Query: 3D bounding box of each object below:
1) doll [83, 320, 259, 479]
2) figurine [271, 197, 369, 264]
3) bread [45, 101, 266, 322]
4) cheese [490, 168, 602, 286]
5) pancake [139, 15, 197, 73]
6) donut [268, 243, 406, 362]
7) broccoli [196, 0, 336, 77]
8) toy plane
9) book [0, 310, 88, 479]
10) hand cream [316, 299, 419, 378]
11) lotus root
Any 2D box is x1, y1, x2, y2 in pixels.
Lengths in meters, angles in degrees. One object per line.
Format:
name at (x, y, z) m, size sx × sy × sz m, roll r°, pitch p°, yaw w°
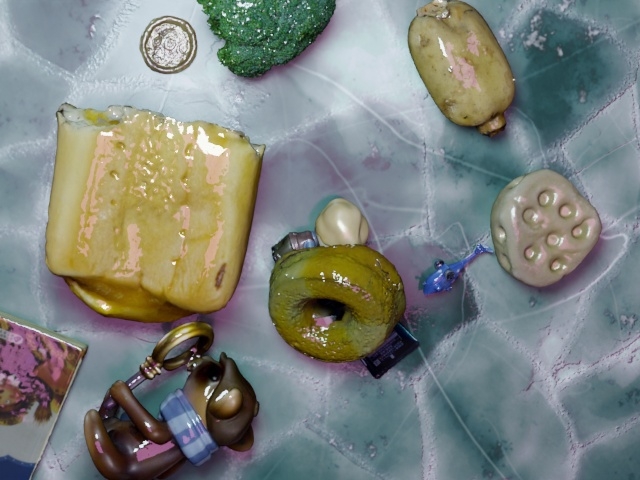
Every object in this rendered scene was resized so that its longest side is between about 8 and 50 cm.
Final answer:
doll at (-0.293, 0.339, 1.543) m, size 0.340 × 0.209 × 0.318 m, roll -24°, pitch 133°, yaw -2°
figurine at (0.000, 0.000, 1.565) m, size 0.196 × 0.114 × 0.108 m, roll -30°, pitch 107°, yaw 6°
bread at (-0.304, -0.042, 1.452) m, size 0.361 × 0.250 × 0.394 m, roll 9°, pitch 101°, yaw -6°
cheese at (0.450, -0.025, 1.614) m, size 0.218 × 0.117 × 0.235 m, roll 8°, pitch 96°, yaw -10°
pancake at (-0.289, -0.372, 1.520) m, size 0.115 × 0.011 × 0.114 m, roll -1°, pitch 96°, yaw -8°
donut at (0.021, 0.129, 1.520) m, size 0.272 × 0.107 × 0.272 m, roll 6°, pitch 123°, yaw 10°
broccoli at (-0.112, -0.447, 1.418) m, size 0.275 × 0.308 × 0.307 m, roll 34°, pitch 93°, yaw 16°
toy plane at (0.278, 0.060, 1.641) m, size 0.167 × 0.054 × 0.062 m, roll -39°, pitch 126°, yaw 0°
book at (-0.675, 0.343, 1.555) m, size 0.300 × 0.039 × 0.427 m, roll 23°, pitch 94°, yaw -10°
hand cream at (0.079, 0.157, 1.624) m, size 0.120 × 0.061 × 0.270 m, roll -41°, pitch 106°, yaw 1°
lotus root at (0.275, -0.328, 1.535) m, size 0.160 × 0.146 × 0.284 m, roll -26°, pitch 104°, yaw 15°
